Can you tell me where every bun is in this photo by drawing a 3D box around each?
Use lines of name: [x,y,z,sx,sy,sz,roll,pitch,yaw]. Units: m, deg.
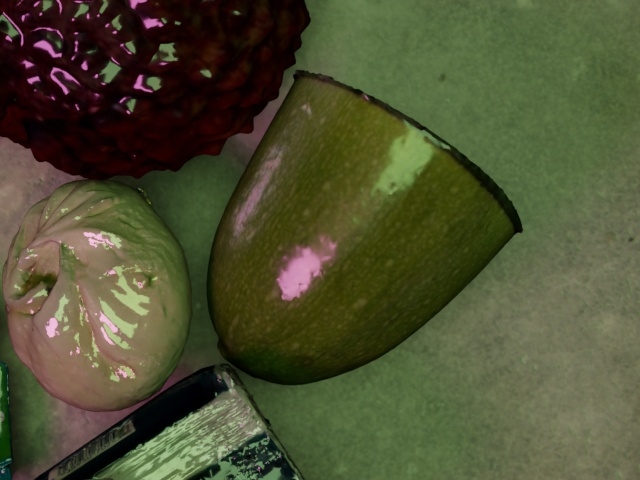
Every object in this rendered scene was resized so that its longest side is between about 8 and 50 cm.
bun: [-0.261,0.060,1.143,0.160,0.259,0.259,6,82,-39]

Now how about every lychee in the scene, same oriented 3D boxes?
lychee: [-0.228,-0.264,1.090,0.424,0.424,0.500,48,50,1]

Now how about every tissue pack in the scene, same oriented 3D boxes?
tissue pack: [-0.209,0.337,1.108,0.416,0.264,0.253,-32,89,-8]

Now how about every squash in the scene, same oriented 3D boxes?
squash: [0.011,0.023,1.147,0.310,0.310,0.309,35,84,-1]

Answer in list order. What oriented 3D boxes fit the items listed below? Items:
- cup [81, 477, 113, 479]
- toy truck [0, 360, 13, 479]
cup: [-0.212,0.325,0.907,0.241,0.185,0.226,-1,74,-37]
toy truck: [-0.414,0.182,1.185,0.124,0.114,0.253,-1,84,-19]
